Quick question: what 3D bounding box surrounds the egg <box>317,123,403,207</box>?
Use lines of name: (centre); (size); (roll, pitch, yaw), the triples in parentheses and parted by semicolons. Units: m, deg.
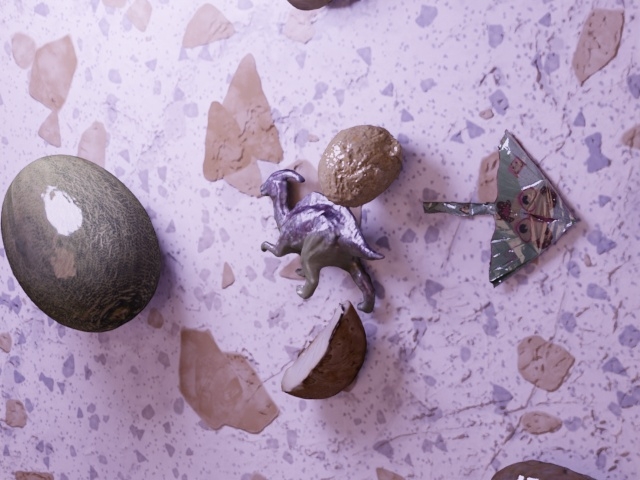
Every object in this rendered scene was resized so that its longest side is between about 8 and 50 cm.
egg: (0.059, -0.110, 1.885); (0.140, 0.116, 0.118); (-48, 46, 20)

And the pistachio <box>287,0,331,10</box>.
pistachio: (-0.008, -0.441, 1.865); (0.137, 0.153, 0.238); (50, 150, 30)

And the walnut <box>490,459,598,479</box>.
walnut: (0.307, 0.392, 1.765); (0.230, 0.178, 0.178); (15, 107, 46)

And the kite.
kite: (0.251, -0.045, 1.820); (0.250, 0.012, 0.229); (7, 99, 36)

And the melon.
melon: (-0.408, 0.002, 2.167); (0.248, 0.249, 0.329); (-49, 66, 31)

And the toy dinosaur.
toy dinosaur: (-0.006, 0.001, 1.974); (0.294, 0.077, 0.162); (28, 120, 31)

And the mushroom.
mushroom: (0.017, 0.184, 1.981); (0.210, 0.094, 0.072); (-52, 36, 33)
